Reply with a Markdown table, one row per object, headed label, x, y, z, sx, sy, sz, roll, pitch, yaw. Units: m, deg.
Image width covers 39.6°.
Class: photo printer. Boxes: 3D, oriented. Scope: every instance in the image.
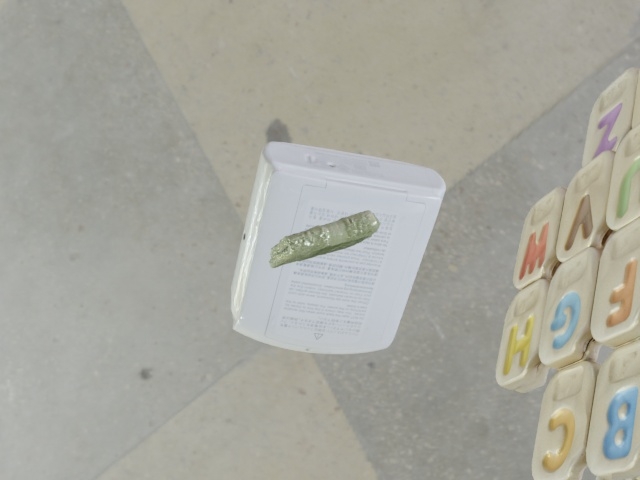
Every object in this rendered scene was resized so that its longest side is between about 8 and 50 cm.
| label | x | y | z | sx | sy | sz | roll | pitch | yaw |
| --- | --- | --- | --- | --- | --- | --- | --- | --- | --- |
| photo printer | 0.013 | 0.027 | 1.249 | 0.107 | 0.256 | 0.307 | -100 | 21 | -57 |

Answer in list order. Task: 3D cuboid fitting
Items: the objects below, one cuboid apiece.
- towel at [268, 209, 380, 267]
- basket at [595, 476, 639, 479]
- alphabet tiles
| label | x | y | z | sx | sy | sz | roll | pitch | yaw |
| --- | --- | --- | --- | --- | --- | --- | --- | --- | --- |
| towel | 0.000 | 0.000 | 0.971 | 0.110 | 0.148 | 0.027 | -16 | 86 | -12 |
| basket | 0.661 | 0.451 | 1.511 | 0.328 | 0.266 | 0.331 | 137 | 153 | -64 |
| alphabet tiles | 0.176 | -0.008 | 0.486 | 0.284 | 0.021 | 0.278 | 130 | 159 | -64 |
